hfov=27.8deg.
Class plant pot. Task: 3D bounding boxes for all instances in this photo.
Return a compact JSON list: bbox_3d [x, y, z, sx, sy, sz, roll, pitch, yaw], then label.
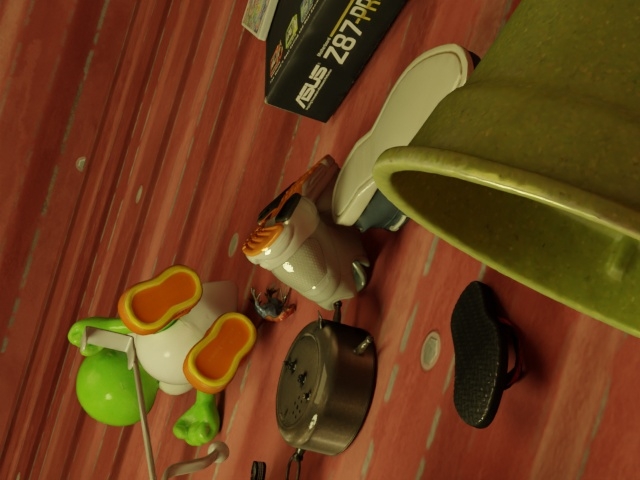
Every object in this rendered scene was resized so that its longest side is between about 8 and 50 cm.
[{"bbox_3d":[0.205,-0.089,0.687,0.254,0.276,0.276,-64,20,-5],"label":"plant pot"}]

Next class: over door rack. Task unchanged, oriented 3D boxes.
[{"bbox_3d":[-0.193,0.272,1.321,0.324,0.108,0.239,52,124,51],"label":"over door rack"}]

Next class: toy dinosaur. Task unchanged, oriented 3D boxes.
[{"bbox_3d":[-0.052,0.082,1.514,0.082,0.047,0.090,-125,20,-54],"label":"toy dinosaur"}]

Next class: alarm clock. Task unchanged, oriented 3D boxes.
[{"bbox_3d":[-0.006,0.161,1.280,0.129,0.064,0.192,-136,61,-67],"label":"alarm clock"}]

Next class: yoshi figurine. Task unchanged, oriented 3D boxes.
[{"bbox_3d":[-0.215,0.158,1.634,0.362,0.203,0.203,139,132,-68],"label":"yoshi figurine"}]

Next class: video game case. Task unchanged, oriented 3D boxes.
[{"bbox_3d":[-0.071,-0.300,1.608,0.122,0.011,0.087,-128,55,-68],"label":"video game case"}]

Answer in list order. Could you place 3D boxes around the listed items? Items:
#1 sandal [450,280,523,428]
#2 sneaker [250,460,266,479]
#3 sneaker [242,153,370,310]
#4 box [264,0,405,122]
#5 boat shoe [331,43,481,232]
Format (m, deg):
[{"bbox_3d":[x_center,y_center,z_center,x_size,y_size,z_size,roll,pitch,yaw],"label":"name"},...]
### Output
[{"bbox_3d":[0.134,0.087,1.016,0.067,0.040,0.179,-58,10,22],"label":"sandal"},{"bbox_3d":[-0.081,0.342,1.269,0.268,0.101,0.153,-96,27,-51],"label":"sneaker"},{"bbox_3d":[0.000,0.000,1.338,0.099,0.121,0.262,-41,9,20],"label":"sneaker"},{"bbox_3d":[0.051,-0.379,1.483,0.395,0.097,0.318,125,155,-45],"label":"box"},{"bbox_3d":[0.092,-0.083,1.180,0.254,0.079,0.095,126,151,-47],"label":"boat shoe"}]
